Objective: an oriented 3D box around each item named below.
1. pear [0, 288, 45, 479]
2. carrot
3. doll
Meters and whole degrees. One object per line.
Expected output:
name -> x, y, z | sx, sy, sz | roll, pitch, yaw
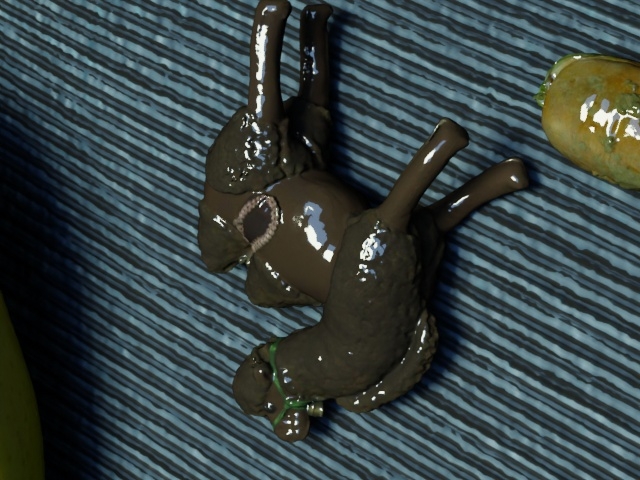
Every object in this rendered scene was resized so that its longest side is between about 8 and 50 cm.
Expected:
pear -> -0.267, 0.049, 0.601 | 0.336, 0.285, 0.285 | 29, 101, 8
carrot -> 0.195, -0.014, 0.510 | 0.254, 0.049, 0.049 | 22, 98, 19
doll -> 0.000, 0.000, 0.592 | 0.139, 0.057, 0.165 | 36, 108, 18
